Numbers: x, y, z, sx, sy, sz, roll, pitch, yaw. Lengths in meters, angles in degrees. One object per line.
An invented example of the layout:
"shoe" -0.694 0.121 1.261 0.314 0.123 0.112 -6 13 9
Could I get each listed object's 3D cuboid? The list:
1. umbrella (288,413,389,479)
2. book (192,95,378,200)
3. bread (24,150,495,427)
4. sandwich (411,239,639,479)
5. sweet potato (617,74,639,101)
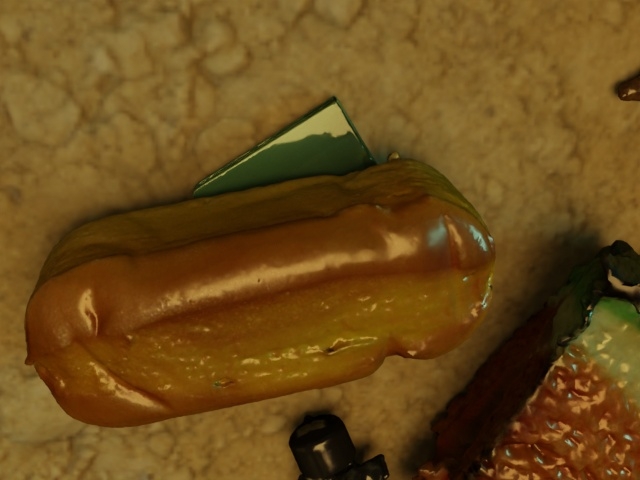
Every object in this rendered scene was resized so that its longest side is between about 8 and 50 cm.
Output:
"umbrella" 0.026 0.212 0.647 0.071 0.080 0.224 -8 114 31
"book" 0.000 0.000 0.579 0.103 0.017 0.135 -32 111 3
"bread" -0.031 0.028 0.527 0.246 0.094 0.102 -11 115 -5
"sandwich" 0.178 0.144 0.626 0.212 0.109 0.292 -41 108 17
"sweet potato" 0.314 -0.106 0.572 0.282 0.067 0.059 3 74 -6
